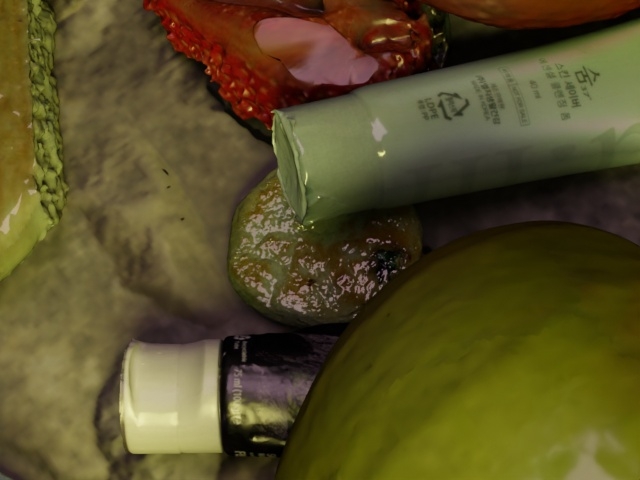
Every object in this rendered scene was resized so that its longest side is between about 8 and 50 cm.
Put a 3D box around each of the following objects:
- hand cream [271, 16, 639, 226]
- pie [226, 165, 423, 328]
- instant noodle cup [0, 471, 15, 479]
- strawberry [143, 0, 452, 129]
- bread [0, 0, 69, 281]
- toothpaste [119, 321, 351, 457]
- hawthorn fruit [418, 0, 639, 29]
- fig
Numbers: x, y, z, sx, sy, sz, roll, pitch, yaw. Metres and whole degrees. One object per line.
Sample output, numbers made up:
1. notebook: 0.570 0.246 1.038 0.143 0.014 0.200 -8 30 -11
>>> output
1. hand cream: 0.082 -0.051 0.659 0.205 0.050 0.078 -12 63 -13
2. pie: 0.000 0.000 0.666 0.085 0.017 0.085 -3 64 6
3. instant noodle cup: -0.212 0.134 0.459 0.284 0.312 0.284 -4 62 7
4. strawberry: -0.012 -0.099 0.706 0.152 0.048 0.104 18 63 14
5. bread: -0.219 -0.090 0.728 0.207 0.056 0.286 -5 61 3
6. toothpaste: 0.022 0.057 0.621 0.193 0.045 0.071 0 62 2
7. hawthorn fruit: 0.052 -0.199 0.639 0.261 0.224 0.224 6 62 -2
8. fig: 0.076 0.115 0.485 0.207 0.207 0.230 20 72 18
